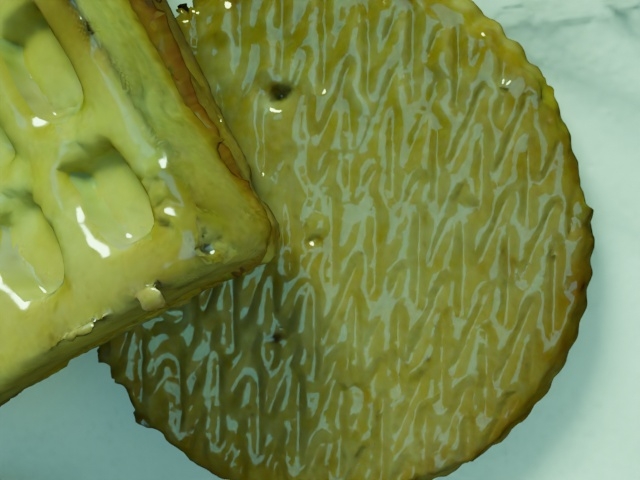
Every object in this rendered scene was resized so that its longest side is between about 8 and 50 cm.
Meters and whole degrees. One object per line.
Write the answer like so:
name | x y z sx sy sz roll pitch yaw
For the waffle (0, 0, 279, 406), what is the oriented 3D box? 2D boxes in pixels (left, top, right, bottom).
waffle | -0.178 -0.085 0.456 0.224 0.098 0.328 -31 85 21

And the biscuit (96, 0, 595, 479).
biscuit | 0.000 0.000 0.476 0.254 0.035 0.254 2 96 14
